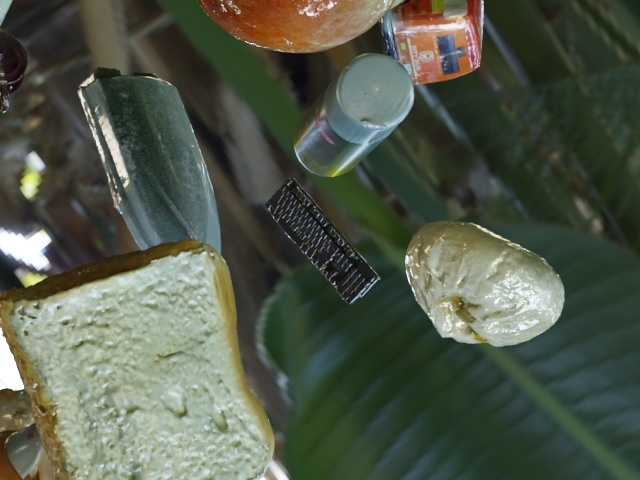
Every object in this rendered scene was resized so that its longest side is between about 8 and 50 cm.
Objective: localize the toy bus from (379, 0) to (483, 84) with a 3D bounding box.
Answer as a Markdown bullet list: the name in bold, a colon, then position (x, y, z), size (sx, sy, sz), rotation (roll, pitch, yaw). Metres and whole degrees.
- **toy bus**: position (0.119, -0.298, 1.864), size (0.120, 0.121, 0.265), rotation (-5, -127, 10)

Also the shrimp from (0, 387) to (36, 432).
- **shrimp**: position (-0.353, 0.404, 2.177), size (0.272, 0.445, 0.085), rotation (-15, 171, -20)

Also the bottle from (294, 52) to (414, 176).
- **bottle**: position (0.032, -0.129, 1.775), size (0.082, 0.082, 0.286), rotation (-40, 180, -12)

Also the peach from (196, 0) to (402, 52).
- **peach**: position (-0.013, -0.296, 1.533), size (0.252, 0.252, 0.252), rotation (-29, -157, 13)

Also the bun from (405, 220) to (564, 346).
- **bun**: position (0.194, 0.066, 2.083), size (0.222, 0.222, 0.127), rotation (9, -110, 60)

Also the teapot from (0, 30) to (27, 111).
- **teapot**: position (-0.330, -0.179, 1.709), size (0.068, 0.100, 0.045), rotation (-9, 161, -24)

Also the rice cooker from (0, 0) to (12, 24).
- **rice cooker**: position (-0.424, -0.212, 1.486), size (0.277, 0.288, 0.288), rotation (-50, -172, 40)

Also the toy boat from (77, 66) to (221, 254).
- **toy boat**: position (-0.198, -0.066, 2.055), size (0.092, 0.319, 0.141), rotation (-36, 157, 35)

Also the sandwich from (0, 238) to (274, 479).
- **sandwich**: position (-0.172, 0.140, 1.594), size (0.226, 0.251, 0.087), rotation (-17, -174, -17)

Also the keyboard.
- **keyboard**: position (0.000, 0.000, 2.283), size (0.060, 0.195, 0.018), rotation (-46, 159, 11)

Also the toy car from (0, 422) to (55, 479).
- **toy car**: position (-0.291, 0.290, 1.939), size (0.235, 0.235, 0.145), rotation (-28, -172, 15)

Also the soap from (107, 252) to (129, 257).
- **soap**: position (-0.254, 0.084, 2.239), size (0.056, 0.149, 0.100), rotation (1, -174, -24)
